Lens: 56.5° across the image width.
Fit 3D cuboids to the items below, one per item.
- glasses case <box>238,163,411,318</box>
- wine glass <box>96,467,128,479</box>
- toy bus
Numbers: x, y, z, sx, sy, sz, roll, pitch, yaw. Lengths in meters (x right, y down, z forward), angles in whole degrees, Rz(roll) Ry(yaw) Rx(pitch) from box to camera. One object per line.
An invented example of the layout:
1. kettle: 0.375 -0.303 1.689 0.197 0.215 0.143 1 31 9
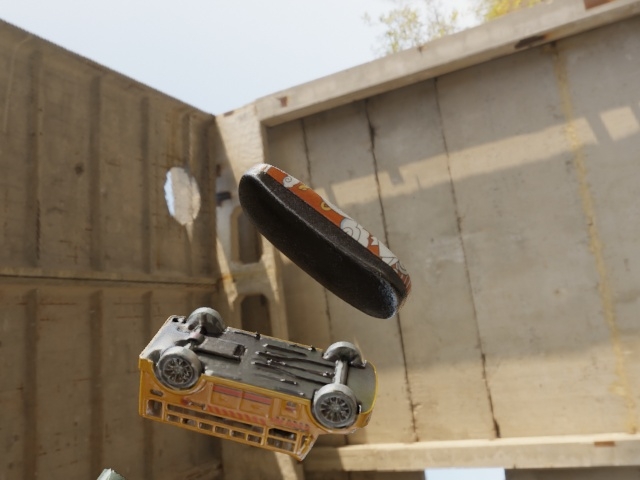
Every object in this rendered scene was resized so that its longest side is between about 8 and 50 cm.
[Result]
1. glasses case: 0.000 0.000 0.760 0.067 0.267 0.103 -44 -17 -29
2. wine glass: -0.445 0.547 1.143 0.202 0.093 0.093 -59 -46 -35
3. toy bus: -0.043 0.107 0.428 0.069 0.162 0.074 -69 -8 -69
